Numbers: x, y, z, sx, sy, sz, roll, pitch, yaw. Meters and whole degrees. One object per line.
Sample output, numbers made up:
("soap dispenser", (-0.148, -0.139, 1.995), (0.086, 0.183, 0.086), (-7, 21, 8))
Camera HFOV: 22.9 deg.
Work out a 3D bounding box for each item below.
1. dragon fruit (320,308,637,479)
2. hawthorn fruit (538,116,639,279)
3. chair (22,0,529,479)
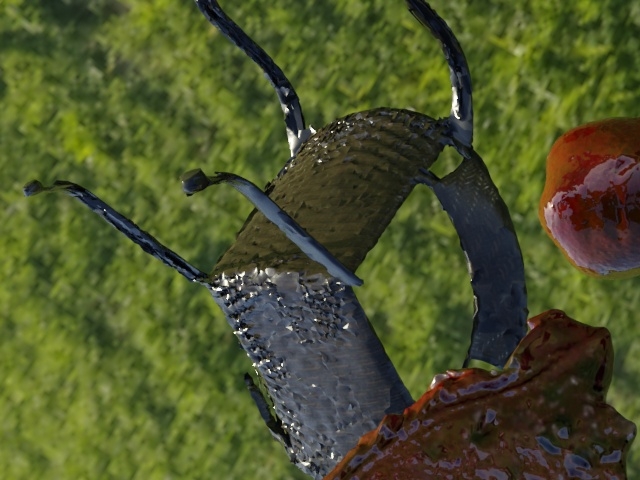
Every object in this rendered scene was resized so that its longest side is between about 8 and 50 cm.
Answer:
("dragon fruit", (0.041, 0.081, 0.496), (0.097, 0.131, 0.063), (21, 158, 7))
("hawthorn fruit", (0.156, -0.022, 0.765), (0.093, 0.081, 0.081), (-5, 133, 41))
("chair", (0.000, 0.000, 0.681), (0.174, 0.149, 0.213), (0, 132, 45))
